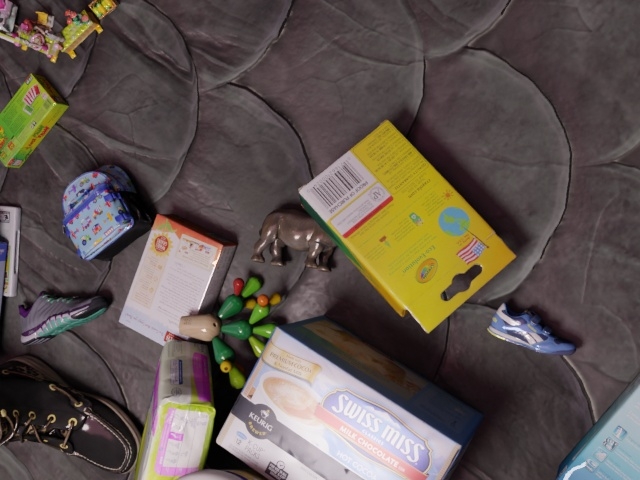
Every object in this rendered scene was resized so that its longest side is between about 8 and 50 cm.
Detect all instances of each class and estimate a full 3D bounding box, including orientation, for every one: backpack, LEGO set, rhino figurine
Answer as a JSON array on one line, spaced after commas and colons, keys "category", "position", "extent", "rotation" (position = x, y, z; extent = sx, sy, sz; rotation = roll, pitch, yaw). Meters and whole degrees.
[{"category": "backpack", "position": [-0.435, -0.064, 1.537], "extent": [0.158, 0.117, 0.173], "rotation": [-34, 77, 17]}, {"category": "LEGO set", "position": [-0.552, -0.436, 1.576], "extent": [0.287, 0.107, 0.132], "rotation": [1, 91, 21]}, {"category": "rhino figurine", "position": [0.000, 0.000, 1.398], "extent": [0.244, 0.073, 0.106], "rotation": [6, 82, 17]}]

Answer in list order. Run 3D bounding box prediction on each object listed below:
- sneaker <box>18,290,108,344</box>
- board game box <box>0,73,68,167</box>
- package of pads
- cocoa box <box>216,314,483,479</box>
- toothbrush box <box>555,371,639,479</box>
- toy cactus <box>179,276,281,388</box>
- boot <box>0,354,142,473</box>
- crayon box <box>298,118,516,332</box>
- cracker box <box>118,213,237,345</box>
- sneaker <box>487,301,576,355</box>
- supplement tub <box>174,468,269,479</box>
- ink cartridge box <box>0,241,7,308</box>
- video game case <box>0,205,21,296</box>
[{"category": "sneaker", "position": [-0.538, 0.136, 1.599], "extent": [0.224, 0.083, 0.098], "rotation": [-24, 78, 20]}, {"category": "board game box", "position": [-0.620, -0.249, 1.639], "extent": [0.181, 0.043, 0.092], "rotation": [-46, 76, 15]}, {"category": "package of pads", "position": [-0.264, 0.361, 1.398], "extent": [0.101, 0.229, 0.296], "rotation": [10, 108, -14]}, {"category": "cocoa box", "position": [0.056, 0.310, 1.298], "extent": [0.347, 0.231, 0.227], "rotation": [31, 100, 18]}, {"category": "toothbrush box", "position": [0.533, 0.321, 1.177], "extent": [0.216, 0.126, 0.295], "rotation": [38, 104, 17]}, {"category": "toy cactus", "position": [-0.166, 0.162, 1.416], "extent": [0.181, 0.112, 0.218], "rotation": [4, 73, 3]}, {"category": "boot", "position": [-0.555, 0.357, 1.498], "extent": [0.378, 0.284, 0.138], "rotation": [31, 101, 18]}, {"category": "crayon box", "position": [0.140, -0.020, 1.304], "extent": [0.202, 0.081, 0.318], "rotation": [-39, 77, -8]}, {"category": "cracker box", "position": [-0.276, 0.083, 1.505], "extent": [0.156, 0.067, 0.232], "rotation": [25, 99, 18]}, {"category": "sneaker", "position": [0.350, 0.147, 1.282], "extent": [0.144, 0.053, 0.059], "rotation": [19, 95, 18]}, {"category": "supplement tub", "position": [-0.113, 0.501, 1.291], "extent": [0.241, 0.331, 0.240], "rotation": [-7, 72, 24]}, {"category": "ink cartridge box", "position": [-0.767, 0.094, 1.667], "extent": [0.186, 0.065, 0.310], "rotation": [9, 97, 20]}, {"category": "video game case", "position": [-0.748, 0.016, 1.704], "extent": [0.213, 0.023, 0.193], "rotation": [5, 93, 20]}]
